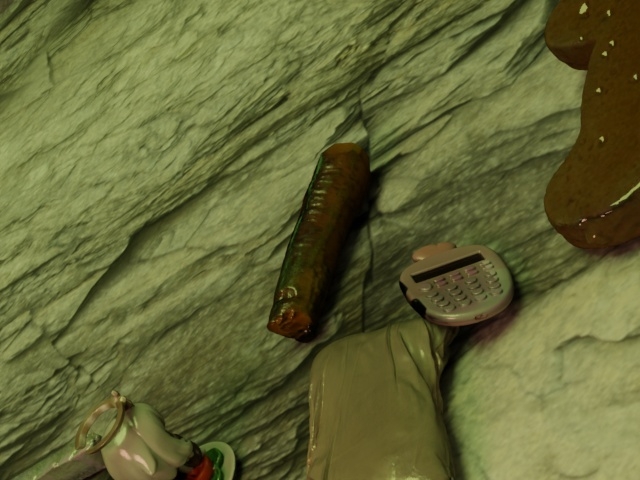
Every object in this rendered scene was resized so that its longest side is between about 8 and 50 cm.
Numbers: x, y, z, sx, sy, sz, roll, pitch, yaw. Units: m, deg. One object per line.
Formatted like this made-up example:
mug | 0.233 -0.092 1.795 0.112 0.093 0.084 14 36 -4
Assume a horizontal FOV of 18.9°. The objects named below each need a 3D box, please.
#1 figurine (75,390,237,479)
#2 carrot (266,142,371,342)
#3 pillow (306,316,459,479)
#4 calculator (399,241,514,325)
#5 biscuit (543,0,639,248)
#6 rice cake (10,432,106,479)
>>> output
figurine | -0.180 0.225 1.967 0.132 0.154 0.132 -35 29 23
carrot | 0.000 0.000 2.114 0.070 0.070 0.260 -22 37 40
pillow | 0.057 0.173 1.794 0.173 0.067 0.270 -27 32 23
calculator | 0.132 0.041 1.871 0.103 0.024 0.166 -19 25 -6
biscuit | 0.376 -0.188 1.825 0.368 0.076 0.394 -29 35 31
rice cake | -0.323 0.283 2.219 0.211 0.043 0.034 -33 37 25
